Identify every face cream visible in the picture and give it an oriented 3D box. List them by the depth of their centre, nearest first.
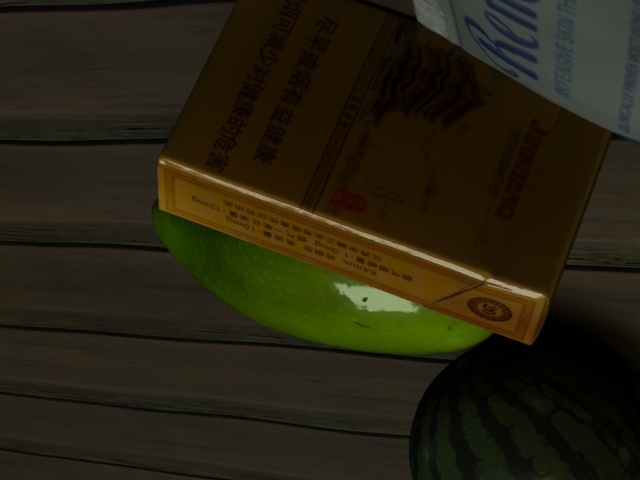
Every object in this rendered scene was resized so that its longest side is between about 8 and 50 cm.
[{"bbox_3d":[0.223,-0.090,0.933,0.420,0.137,0.235,29,163,18],"label":"face cream"}]

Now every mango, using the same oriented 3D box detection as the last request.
[{"bbox_3d":[0.000,0.000,1.361,0.343,0.156,0.192,6,176,42],"label":"mango"}]

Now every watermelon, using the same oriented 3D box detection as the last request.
[{"bbox_3d":[0.178,0.181,1.510,0.212,0.212,0.212,18,153,10],"label":"watermelon"}]

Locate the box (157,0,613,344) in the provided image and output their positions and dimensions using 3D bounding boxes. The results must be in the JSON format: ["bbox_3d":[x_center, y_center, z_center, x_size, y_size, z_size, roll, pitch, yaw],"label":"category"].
[{"bbox_3d":[0.047,-0.060,1.208,0.274,0.174,0.076,20,154,7],"label":"box"}]
